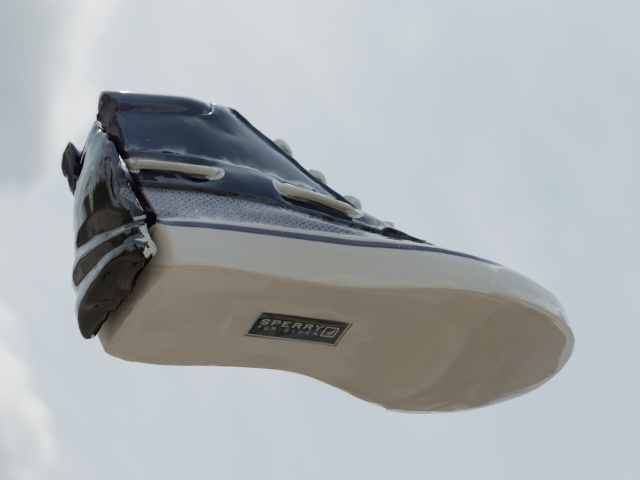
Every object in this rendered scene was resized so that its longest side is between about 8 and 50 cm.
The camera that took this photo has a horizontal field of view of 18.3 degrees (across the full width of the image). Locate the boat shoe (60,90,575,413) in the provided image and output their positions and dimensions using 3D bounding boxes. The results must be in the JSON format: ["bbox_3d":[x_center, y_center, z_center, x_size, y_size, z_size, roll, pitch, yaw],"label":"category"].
[{"bbox_3d":[0.000,0.000,1.207,0.340,0.158,0.127,14,-48,-35],"label":"boat shoe"}]
